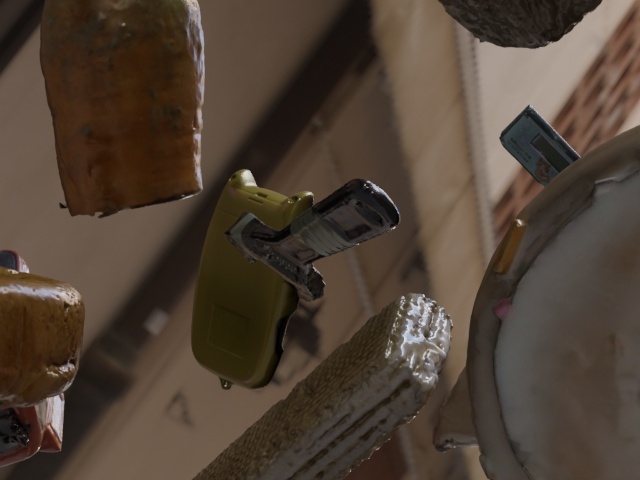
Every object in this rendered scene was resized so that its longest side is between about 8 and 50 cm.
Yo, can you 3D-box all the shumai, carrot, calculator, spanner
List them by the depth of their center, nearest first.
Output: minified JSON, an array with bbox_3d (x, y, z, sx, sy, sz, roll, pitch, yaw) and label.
[{"bbox_3d":[0.000,0.000,1.236,0.087,0.024,0.316,45,-17,-6],"label":"spanner"},{"bbox_3d":[0.223,-0.040,1.530,0.172,0.018,0.057,47,-40,3],"label":"calculator"},{"bbox_3d":[0.216,-0.302,1.796,0.206,0.175,0.166,-19,-64,31],"label":"shumai"},{"bbox_3d":[-0.080,0.048,1.923,0.033,0.236,0.157,5,10,-44],"label":"calculator"},{"bbox_3d":[-0.262,-0.211,2.415,0.224,0.224,0.340,5,-77,63],"label":"carrot"}]

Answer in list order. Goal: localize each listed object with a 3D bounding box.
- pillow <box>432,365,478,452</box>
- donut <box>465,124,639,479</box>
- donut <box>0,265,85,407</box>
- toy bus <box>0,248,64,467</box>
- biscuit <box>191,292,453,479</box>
[{"bbox_3d":[0.224,0.163,1.941,0.067,0.173,0.270,33,-14,-21],"label":"pillow"},{"bbox_3d":[0.289,0.080,1.224,0.383,0.382,0.142,37,18,-6],"label":"donut"},{"bbox_3d":[-0.313,0.078,1.546,0.227,0.113,0.226,8,1,0],"label":"donut"},{"bbox_3d":[-0.506,0.178,2.020,0.203,0.427,0.233,-98,169,-54],"label":"toy bus"},{"bbox_3d":[-0.025,0.219,1.853,0.078,0.144,0.426,39,-59,-11],"label":"biscuit"}]
